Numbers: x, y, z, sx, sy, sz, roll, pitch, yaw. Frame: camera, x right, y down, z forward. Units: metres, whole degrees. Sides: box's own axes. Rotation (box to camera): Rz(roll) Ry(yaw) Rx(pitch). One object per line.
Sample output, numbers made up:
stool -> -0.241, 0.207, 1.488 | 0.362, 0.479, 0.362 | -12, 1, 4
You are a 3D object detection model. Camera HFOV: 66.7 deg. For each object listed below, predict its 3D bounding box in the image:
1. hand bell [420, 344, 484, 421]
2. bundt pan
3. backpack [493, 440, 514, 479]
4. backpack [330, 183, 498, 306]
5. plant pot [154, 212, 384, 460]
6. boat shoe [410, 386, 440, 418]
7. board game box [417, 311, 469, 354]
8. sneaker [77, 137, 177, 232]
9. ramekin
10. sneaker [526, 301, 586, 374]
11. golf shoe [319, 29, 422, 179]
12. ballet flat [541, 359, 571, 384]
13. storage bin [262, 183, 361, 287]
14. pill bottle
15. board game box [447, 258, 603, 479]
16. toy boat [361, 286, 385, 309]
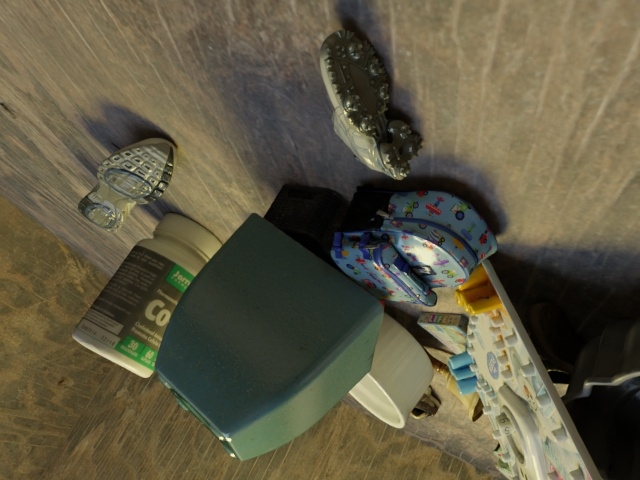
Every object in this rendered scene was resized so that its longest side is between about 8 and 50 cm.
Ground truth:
hand bell -> 0.273, 0.290, 1.116 | 0.242, 0.126, 0.126 | 28, 162, 35
bundt pan -> 0.445, 0.187, 0.544 | 0.331, 0.124, 0.330 | 17, 142, 14
backpack -> 0.632, 0.672, 1.452 | 0.166, 0.144, 0.188 | 45, 151, -24
backpack -> 0.123, 0.009, 0.617 | 0.173, 0.116, 0.158 | 3, 146, 47
plant pot -> -0.090, 0.165, 0.718 | 0.247, 0.252, 0.247 | 35, 152, 22
boat shoe -> 0.318, 0.528, 1.573 | 0.103, 0.092, 0.285 | 17, 156, 27
board game box -> 0.279, 0.194, 0.961 | 0.154, 0.026, 0.103 | 39, 156, -24
sneaker -> -0.359, -0.125, 0.922 | 0.297, 0.129, 0.111 | -23, 125, 41
ramekin -> 0.119, 0.268, 1.092 | 0.277, 0.135, 0.277 | 40, 159, 19
sneaker -> 0.344, 0.154, 0.738 | 0.188, 0.066, 0.071 | 42, 156, -30
golf shoe -> 0.032, -0.128, 0.493 | 0.086, 0.069, 0.176 | 17, 156, 41
ballet flat -> 0.438, 0.240, 0.840 | 0.057, 0.049, 0.173 | 40, 156, -24
storage bin -> 0.000, 0.000, 0.790 | 0.122, 0.084, 0.180 | 10, 151, 38
pill bottle -> -0.402, 0.124, 1.178 | 0.204, 0.361, 0.204 | 25, 159, 10
board game box -> 0.276, 0.281, 0.695 | 0.050, 0.390, 0.390 | -16, 144, 2
toy boat -> 0.003, 0.112, 0.923 | 0.231, 0.151, 0.151 | 22, 170, 15
